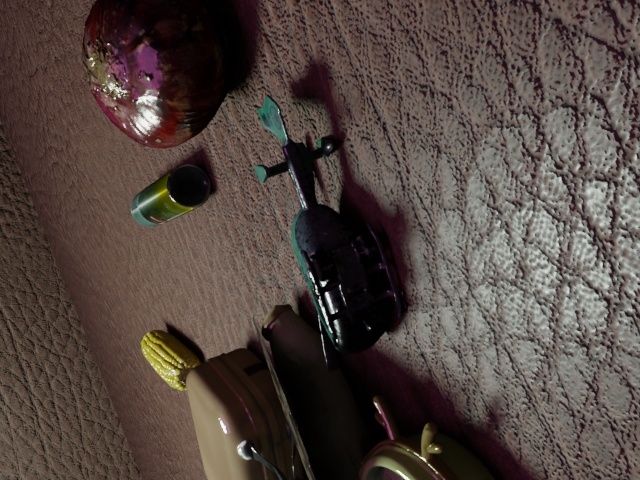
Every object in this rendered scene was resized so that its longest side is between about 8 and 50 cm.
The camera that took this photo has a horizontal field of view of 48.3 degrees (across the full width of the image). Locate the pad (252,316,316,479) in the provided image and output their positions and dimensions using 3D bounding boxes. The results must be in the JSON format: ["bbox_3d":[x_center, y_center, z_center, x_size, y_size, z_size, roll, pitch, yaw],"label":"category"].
[{"bbox_3d":[-0.039,0.280,1.045,0.330,0.004,0.220,-123,16,-57],"label":"pad"}]

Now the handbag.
[{"bbox_3d":[-0.122,0.380,1.321,0.283,0.149,0.302,31,132,52],"label":"handbag"}]

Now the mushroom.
[{"bbox_3d":[0.010,0.254,1.062,0.109,0.097,0.352,-40,69,47],"label":"mushroom"}]

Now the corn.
[{"bbox_3d":[-0.364,0.285,1.729,0.244,0.093,0.094,20,126,54],"label":"corn"}]

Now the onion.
[{"bbox_3d":[-0.233,-0.261,1.032,0.246,0.190,0.247,20,127,29],"label":"onion"}]

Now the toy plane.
[{"bbox_3d":[0.000,0.000,0.903,0.382,0.106,0.155,69,164,-12],"label":"toy plane"}]

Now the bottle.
[{"bbox_3d":[-0.293,-0.080,1.367,0.286,0.082,0.082,-12,98,62],"label":"bottle"}]

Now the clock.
[{"bbox_3d":[0.143,0.339,0.879,0.235,0.096,0.308,10,117,60],"label":"clock"}]
